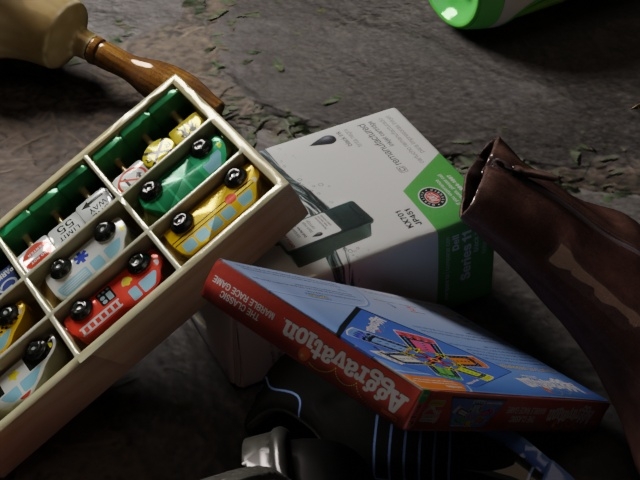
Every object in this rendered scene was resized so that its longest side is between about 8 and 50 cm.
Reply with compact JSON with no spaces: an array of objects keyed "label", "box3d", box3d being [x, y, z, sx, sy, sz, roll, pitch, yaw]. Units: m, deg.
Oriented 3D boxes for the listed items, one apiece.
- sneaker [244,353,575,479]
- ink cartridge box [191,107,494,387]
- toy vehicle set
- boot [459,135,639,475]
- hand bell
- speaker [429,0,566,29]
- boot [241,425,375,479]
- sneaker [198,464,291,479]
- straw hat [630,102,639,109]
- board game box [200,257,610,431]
[{"label":"sneaker","box3d":[0.059,0.142,0.792,0.232,0.081,0.090,30,68,27]},{"label":"ink cartridge box","box3d":[0.000,0.000,0.940,0.208,0.087,0.153,-20,44,-19]},{"label":"toy vehicle set","box3d":[-0.155,0.016,0.878,0.267,0.035,0.166,-41,47,-6]},{"label":"boot","box3d":[0.169,0.047,0.821,0.207,0.090,0.248,35,29,-9]},{"label":"hand bell","box3d":[-0.193,-0.168,1.145,0.242,0.126,0.126,26,47,12]},{"label":"speaker","box3d":[0.246,-0.298,1.251,0.297,0.131,0.131,-21,45,-22]},{"label":"boot","box3d":[0.120,0.214,0.652,0.260,0.131,0.348,-19,54,-10]},{"label":"sneaker","box3d":[-0.069,0.261,0.564,0.147,0.130,0.330,23,76,-12]},{"label":"straw hat","box3d":[0.342,-0.118,1.084,0.144,0.144,0.061,-25,89,-25]},{"label":"board game box","box3d":[0.064,0.069,0.771,0.145,0.027,0.281,29,8,31]}]
